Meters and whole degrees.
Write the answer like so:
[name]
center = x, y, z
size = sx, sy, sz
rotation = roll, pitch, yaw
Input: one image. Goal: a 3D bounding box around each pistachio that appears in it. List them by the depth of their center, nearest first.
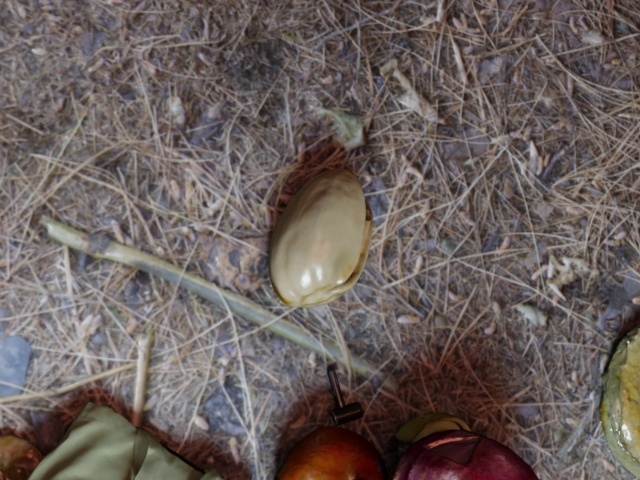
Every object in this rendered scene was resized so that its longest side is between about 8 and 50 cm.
[pistachio]
center = 0.000, 0.000, 1.282
size = 0.144, 0.144, 0.215
rotation = 28, 63, -11

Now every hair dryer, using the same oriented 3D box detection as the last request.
[hair dryer]
center = 0.028, 0.226, 1.306
size = 0.047, 0.026, 0.083
rotation = -14, 77, -22

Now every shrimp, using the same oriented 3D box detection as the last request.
[shrimp]
center = -0.397, 0.359, 1.127
size = 0.152, 0.046, 0.219
rotation = -28, 86, -21

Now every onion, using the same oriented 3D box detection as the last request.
[onion]
center = 0.202, 0.387, 1.125
size = 0.272, 0.230, 0.256
rotation = -31, 125, -24

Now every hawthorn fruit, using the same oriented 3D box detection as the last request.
[hawthorn fruit]
center = 0.018, 0.331, 1.194
size = 0.169, 0.188, 0.169
rotation = 3, 70, -9

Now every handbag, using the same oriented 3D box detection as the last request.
[handbag]
center = -0.224, 0.365, 1.106
size = 0.316, 0.109, 0.253
rotation = 31, 46, -2

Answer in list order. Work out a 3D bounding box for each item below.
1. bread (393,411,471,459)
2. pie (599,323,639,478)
[bread]
center = 0.171, 0.332, 1.309
size = 0.118, 0.064, 0.156
rotation = -3, 84, -20
[pie]
center = 0.569, 0.263, 1.456
size = 0.274, 0.055, 0.274
rotation = 3, 79, -18
